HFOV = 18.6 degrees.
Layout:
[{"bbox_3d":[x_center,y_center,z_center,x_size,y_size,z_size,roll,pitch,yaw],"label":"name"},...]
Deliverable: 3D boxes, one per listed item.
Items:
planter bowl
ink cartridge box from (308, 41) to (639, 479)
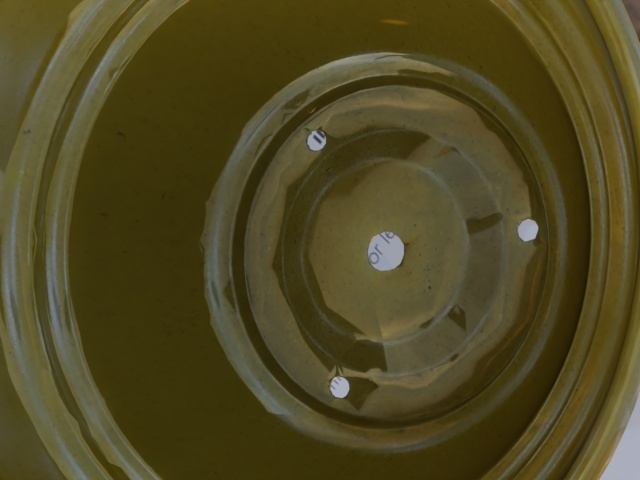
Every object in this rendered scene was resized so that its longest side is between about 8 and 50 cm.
[{"bbox_3d":[0.000,0.000,0.504,0.090,0.217,0.217,7,104,-61],"label":"planter bowl"},{"bbox_3d":[0.030,-0.002,0.708,0.353,0.119,0.207,35,102,14],"label":"ink cartridge box"}]
